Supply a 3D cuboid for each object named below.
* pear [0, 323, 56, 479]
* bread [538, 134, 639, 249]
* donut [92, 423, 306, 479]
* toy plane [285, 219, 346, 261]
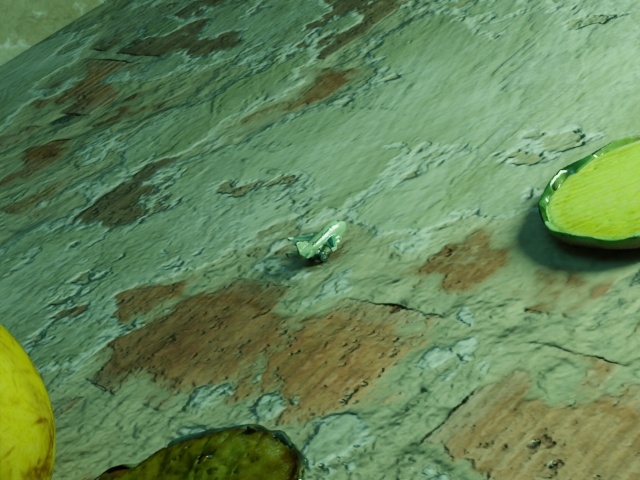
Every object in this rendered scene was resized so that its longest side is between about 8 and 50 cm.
[{"bbox_3d":[-0.390,0.182,1.288,0.280,0.281,0.281,-18,27,9],"label":"pear"},{"bbox_3d":[0.339,-0.053,1.407,0.228,0.033,0.228,-18,25,9],"label":"bread"},{"bbox_3d":[-0.119,0.267,1.102,0.272,0.107,0.272,-21,22,9],"label":"donut"},{"bbox_3d":[0.001,0.003,1.571,0.083,0.033,0.080,-32,26,-32],"label":"toy plane"}]
